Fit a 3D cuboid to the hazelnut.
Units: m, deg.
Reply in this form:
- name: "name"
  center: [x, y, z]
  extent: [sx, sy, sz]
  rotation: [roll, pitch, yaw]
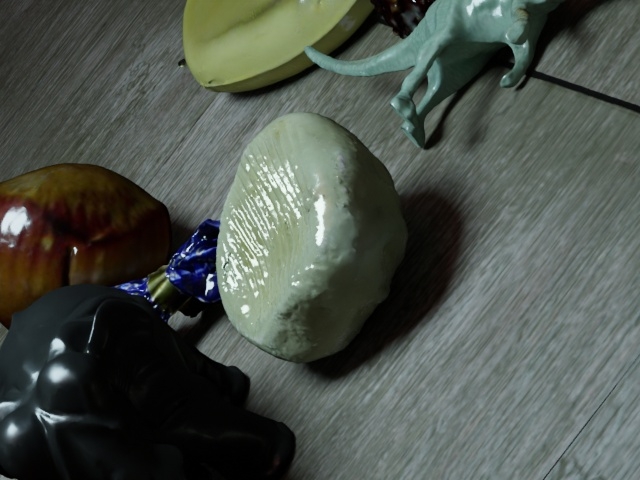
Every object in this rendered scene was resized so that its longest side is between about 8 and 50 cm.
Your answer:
- name: "hazelnut"
  center: [-0.287, 0.018, 1.855]
  extent: [0.229, 0.229, 0.229]
  rotation: [-39, 28, 26]

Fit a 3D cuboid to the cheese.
- name: "cheese"
  center: [-0.056, -0.295, 1.969]
  extent: [0.316, 0.128, 0.259]
  rotation: [-31, 34, 40]

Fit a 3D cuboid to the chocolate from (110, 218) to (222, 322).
- name: "chocolate"
  center: [-0.137, 0.048, 1.677]
  extent: [0.343, 0.126, 0.148]
  rotation: [-36, -12, 22]

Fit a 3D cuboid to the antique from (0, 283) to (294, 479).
- name: "antique"
  center: [-0.170, 0.159, 1.422]
  extent: [0.185, 0.255, 0.322]
  rotation: [-47, 28, 4]

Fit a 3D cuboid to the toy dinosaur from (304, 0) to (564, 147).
- name: "toy dinosaur"
  center: [0.114, -0.180, 1.578]
  extent: [0.205, 0.092, 0.393]
  rotation: [-59, 25, -16]

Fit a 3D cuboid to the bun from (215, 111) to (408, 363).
- name: "bun"
  center: [0.000, 0.000, 1.482]
  extent: [0.231, 0.133, 0.231]
  rotation: [-24, 62, 54]

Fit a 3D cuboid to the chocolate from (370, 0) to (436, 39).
- name: "chocolate"
  center: [0.092, -0.300, 1.727]
  extent: [0.156, 0.133, 0.156]
  rotation: [-37, 32, 28]
